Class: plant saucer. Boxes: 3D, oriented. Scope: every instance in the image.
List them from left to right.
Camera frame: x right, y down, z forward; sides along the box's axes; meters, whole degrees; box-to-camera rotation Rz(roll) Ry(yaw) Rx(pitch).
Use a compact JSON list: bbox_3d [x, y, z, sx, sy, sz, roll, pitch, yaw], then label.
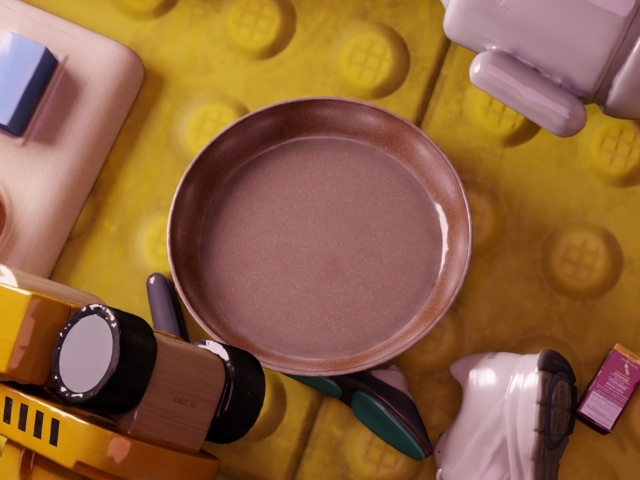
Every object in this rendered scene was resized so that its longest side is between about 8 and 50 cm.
[{"bbox_3d":[0.000,0.000,1.940,0.310,0.050,0.310,-1,65,2],"label":"plant saucer"}]

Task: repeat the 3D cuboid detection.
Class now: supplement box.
[{"bbox_3d":[0.296,0.152,1.938,0.043,0.055,0.083,32,83,5],"label":"supplement box"}]

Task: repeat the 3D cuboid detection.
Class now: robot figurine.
[{"bbox_3d":[0.263,-0.250,1.930,0.353,0.200,0.300,25,76,4],"label":"robot figurine"}]

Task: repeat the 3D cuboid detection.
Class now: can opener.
[{"bbox_3d":[-0.149,0.122,1.945,0.073,0.059,0.186,-11,81,-1],"label":"can opener"}]

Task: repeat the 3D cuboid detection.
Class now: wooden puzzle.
[{"bbox_3d":[-0.402,-0.122,1.976,0.348,0.080,0.322,24,82,4],"label":"wooden puzzle"}]

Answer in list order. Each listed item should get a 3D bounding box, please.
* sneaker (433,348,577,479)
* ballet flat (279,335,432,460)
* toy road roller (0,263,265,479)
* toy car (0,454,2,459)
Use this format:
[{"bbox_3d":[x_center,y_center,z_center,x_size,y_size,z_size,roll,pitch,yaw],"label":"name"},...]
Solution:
[{"bbox_3d":[0.178,0.251,1.910,0.129,0.111,0.297,7,90,32],"label":"sneaker"},{"bbox_3d":[0.041,0.143,1.937,0.203,0.074,0.074,32,82,12],"label":"ballet flat"},{"bbox_3d":[-0.236,0.174,1.804,0.329,0.202,0.240,17,86,45],"label":"toy road roller"},{"bbox_3d":[-0.311,0.303,1.858,0.219,0.210,0.238,-5,68,11],"label":"toy car"}]
